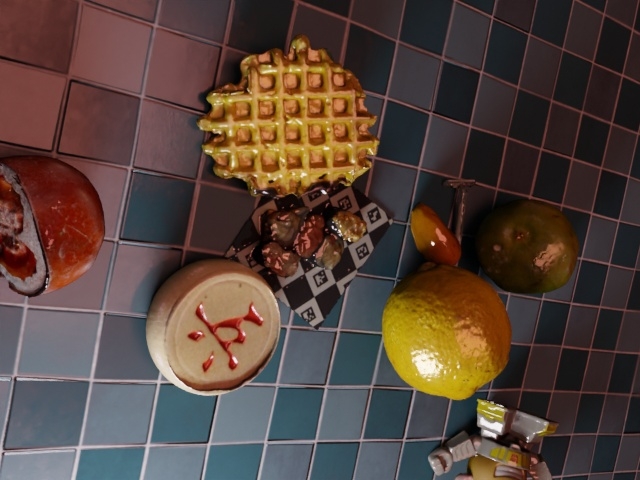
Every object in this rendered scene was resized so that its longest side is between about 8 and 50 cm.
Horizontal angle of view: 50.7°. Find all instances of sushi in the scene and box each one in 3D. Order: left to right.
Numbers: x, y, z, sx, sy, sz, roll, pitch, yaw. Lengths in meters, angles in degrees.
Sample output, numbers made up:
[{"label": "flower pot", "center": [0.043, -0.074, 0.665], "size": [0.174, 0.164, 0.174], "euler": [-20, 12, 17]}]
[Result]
[{"label": "sushi", "center": [0.000, 0.000, 1.349], "size": [0.292, 0.059, 0.294], "euler": [40, 77, -31]}]

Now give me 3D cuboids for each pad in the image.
[{"label": "pad", "center": [-0.044, -0.030, 1.353], "size": [0.112, 0.003, 0.157], "euler": [-23, 110, -26]}]

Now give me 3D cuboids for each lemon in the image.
[{"label": "lemon", "center": [0.265, 0.190, 1.428], "size": [0.293, 0.293, 0.293], "euler": [-6, 102, -31]}]

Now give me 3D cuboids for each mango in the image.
[{"label": "mango", "center": [0.247, -0.003, 1.486], "size": [0.084, 0.105, 0.159], "euler": [-40, 107, 9]}]

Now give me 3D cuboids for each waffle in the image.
[{"label": "waffle", "center": [-0.055, -0.200, 1.235], "size": [0.312, 0.060, 0.307], "euler": [-35, 109, 2]}]

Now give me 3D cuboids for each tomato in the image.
[{"label": "tomato", "center": [-0.416, -0.033, 1.042], "size": [0.155, 0.181, 0.214], "euler": [-23, 119, -46]}]

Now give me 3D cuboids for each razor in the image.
[{"label": "razor", "center": [0.318, -0.035, 1.558], "size": [0.084, 0.036, 0.211], "euler": [-4, 100, -29]}]

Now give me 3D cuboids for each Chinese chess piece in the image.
[{"label": "Chinese chess piece", "center": [-0.194, 0.156, 1.236], "size": [0.250, 0.103, 0.249], "euler": [-8, 104, -32]}]

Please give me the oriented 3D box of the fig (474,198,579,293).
[{"label": "fig", "center": [0.501, 0.012, 1.605], "size": [0.314, 0.233, 0.233], "euler": [-12, 107, -58]}]

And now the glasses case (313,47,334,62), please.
[{"label": "glasses case", "center": [0.014, -0.273, 1.300], "size": [0.039, 0.078, 0.184], "euler": [-29, 112, -21]}]

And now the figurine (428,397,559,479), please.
[{"label": "figurine", "center": [0.444, 0.549, 1.659], "size": [0.167, 0.343, 0.284], "euler": [37, 72, -76]}]
